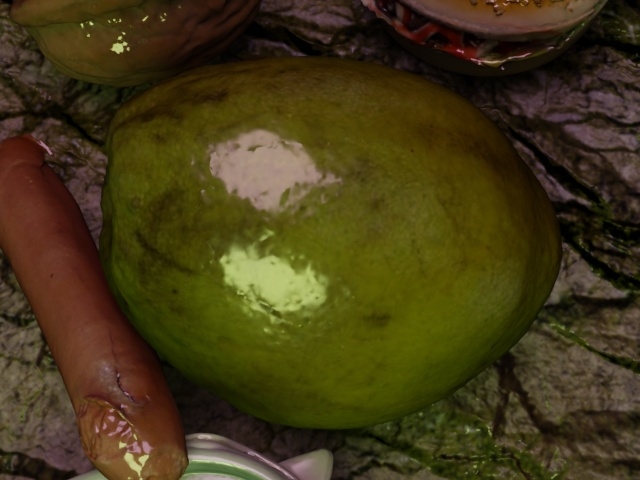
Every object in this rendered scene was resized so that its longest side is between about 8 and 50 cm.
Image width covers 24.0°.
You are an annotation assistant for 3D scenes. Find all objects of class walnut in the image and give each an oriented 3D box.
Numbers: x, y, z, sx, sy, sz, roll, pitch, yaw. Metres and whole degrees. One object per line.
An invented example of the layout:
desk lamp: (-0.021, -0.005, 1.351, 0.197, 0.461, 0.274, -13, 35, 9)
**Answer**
walnut: (-0.187, -0.268, 1.488, 0.257, 0.257, 0.224, -22, 105, -9)

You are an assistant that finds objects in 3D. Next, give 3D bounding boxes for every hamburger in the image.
hamburger: (0.174, -0.308, 1.528, 0.302, 0.170, 0.302, 1, 66, -1)

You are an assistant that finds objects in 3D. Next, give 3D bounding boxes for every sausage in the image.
sausage: (-0.220, 0.058, 1.356, 0.094, 0.094, 0.419, -26, 50, -9)

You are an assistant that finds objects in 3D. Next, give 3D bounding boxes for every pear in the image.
pear: (0.000, 0.000, 1.298, 0.413, 0.352, 0.352, 14, 65, -20)

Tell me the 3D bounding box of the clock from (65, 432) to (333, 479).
clock: (-0.108, 0.308, 1.295, 0.324, 0.108, 0.265, -22, 67, -10)
